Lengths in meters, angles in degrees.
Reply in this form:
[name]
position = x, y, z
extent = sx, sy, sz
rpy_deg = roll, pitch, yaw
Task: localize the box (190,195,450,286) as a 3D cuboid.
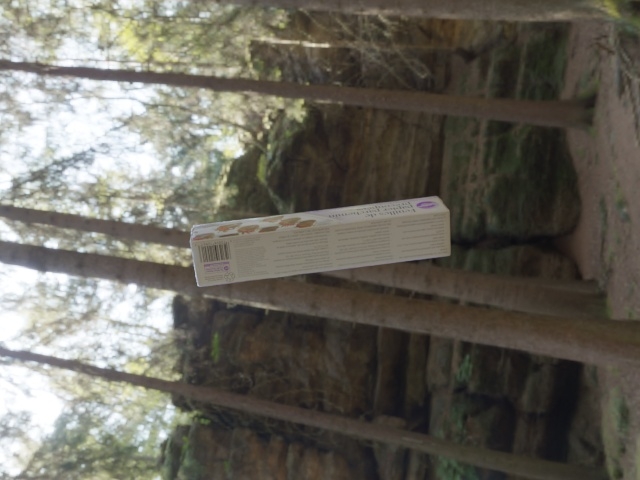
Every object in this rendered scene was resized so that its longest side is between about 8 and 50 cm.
[box]
position = 0.000, 0.000, 0.883
extent = 0.063, 0.324, 0.067
rpy_deg = -106, 9, -68
